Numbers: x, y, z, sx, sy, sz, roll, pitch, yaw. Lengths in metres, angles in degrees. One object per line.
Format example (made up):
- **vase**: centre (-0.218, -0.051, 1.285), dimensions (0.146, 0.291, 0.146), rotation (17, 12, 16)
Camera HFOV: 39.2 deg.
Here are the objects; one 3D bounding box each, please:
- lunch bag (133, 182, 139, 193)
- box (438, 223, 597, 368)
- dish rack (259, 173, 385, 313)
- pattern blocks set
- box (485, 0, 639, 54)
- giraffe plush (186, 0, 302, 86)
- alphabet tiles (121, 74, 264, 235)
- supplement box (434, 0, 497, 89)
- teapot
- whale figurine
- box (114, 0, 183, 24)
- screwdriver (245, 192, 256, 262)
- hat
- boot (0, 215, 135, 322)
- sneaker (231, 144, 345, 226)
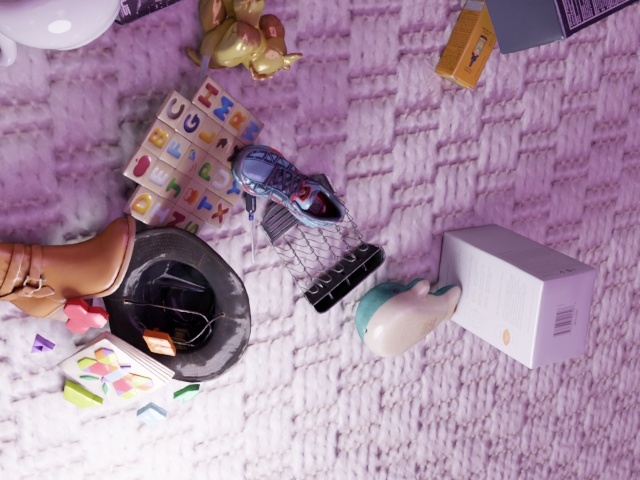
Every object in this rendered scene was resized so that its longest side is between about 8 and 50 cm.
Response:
- **lunch bag**: centre (-0.309, -0.090, 1.712), dimensions (0.098, 0.067, 0.065), rotation (-5, 111, -31)
- **box**: centre (0.446, 0.119, 2.093), dimensions (0.168, 0.345, 0.214), rotation (-9, 113, -29)
- **dish rack**: centre (0.000, 0.000, 1.938), dimensions (0.208, 0.074, 0.271), rotation (-40, 124, -14)
- **pattern blocks set**: centre (-0.391, 0.248, 1.714), dimensions (0.325, 0.026, 0.285), rotation (30, 127, -25)
- **box**: centre (0.482, -0.583, 1.878), dimensions (0.294, 0.183, 0.296), rotation (-30, 106, -36)
- **giraffe plush**: centre (-0.127, -0.370, 1.669), dimensions (0.171, 0.181, 0.210), rotation (6, 113, -41)
- **alphabet tiles**: centre (-0.229, -0.141, 1.686), dimensions (0.285, 0.011, 0.342), rotation (-58, 152, -2)
- **supplement box**: centre (0.341, -0.455, 1.974), dimensions (0.078, 0.080, 0.233), rotation (22, 94, -36)
- **teapot**: centre (-0.410, -0.400, 1.443), dimensions (0.252, 0.256, 0.187), rotation (-64, 151, -17)
- **whale figurine**: centre (0.198, 0.160, 2.087), dimensions (0.272, 0.141, 0.216), rotation (-18, 136, -33)
- **box**: centre (-0.310, -0.515, 1.554), dimensions (0.183, 0.056, 0.231), rotation (-28, 121, -20)
- **screwdriver**: centre (-0.145, -0.028, 1.869), dimensions (0.025, 0.024, 0.169), rotation (-31, 129, -54)
- **hat**: centre (-0.263, 0.106, 1.751), dimensions (0.332, 0.134, 0.331), rotation (6, 116, 12)
- **boot**: centre (-0.473, 0.030, 1.595), dimensions (0.220, 0.109, 0.283), rotation (23, 131, -30)
- **sneaker**: centre (-0.052, -0.110, 1.782), dimensions (0.262, 0.125, 0.104), rotation (28, 84, -29)
